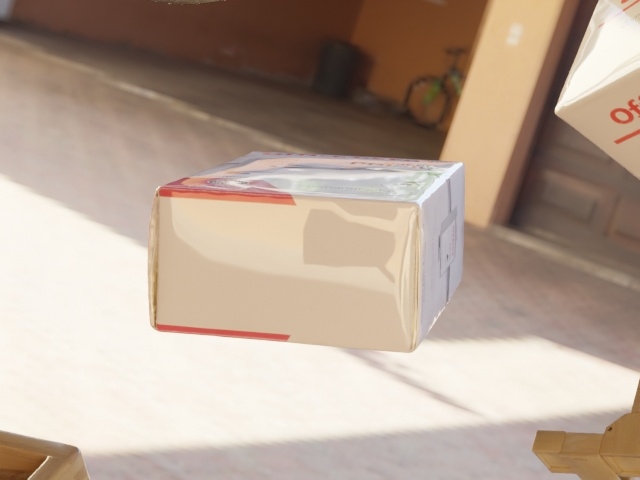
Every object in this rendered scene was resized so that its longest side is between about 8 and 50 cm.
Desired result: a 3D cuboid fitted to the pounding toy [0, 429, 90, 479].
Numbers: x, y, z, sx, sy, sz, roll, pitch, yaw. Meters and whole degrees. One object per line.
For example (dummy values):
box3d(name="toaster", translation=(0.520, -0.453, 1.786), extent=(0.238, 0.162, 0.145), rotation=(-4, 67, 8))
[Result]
box3d(name="pounding toy", translation=(-0.157, 0.158, 0.669), extent=(0.141, 0.100, 0.130), rotation=(7, 35, 28))

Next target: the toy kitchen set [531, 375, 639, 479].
box3d(name="toy kitchen set", translation=(0.205, 0.133, 1.098), extent=(0.083, 0.075, 0.068), rotation=(-3, -37, 37))

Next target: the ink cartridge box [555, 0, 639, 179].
box3d(name="ink cartridge box", translation=(0.295, -0.095, 0.977), extent=(0.353, 0.119, 0.207), rotation=(35, -33, -17))

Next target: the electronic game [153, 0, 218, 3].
box3d(name="electronic game", translation=(-0.085, -0.262, 0.988), extent=(0.229, 0.229, 0.048), rotation=(16, 11, -13))

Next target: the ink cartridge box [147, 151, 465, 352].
box3d(name="ink cartridge box", translation=(0.000, 0.000, 1.293), extent=(0.207, 0.117, 0.283), rotation=(3, 10, 11))
